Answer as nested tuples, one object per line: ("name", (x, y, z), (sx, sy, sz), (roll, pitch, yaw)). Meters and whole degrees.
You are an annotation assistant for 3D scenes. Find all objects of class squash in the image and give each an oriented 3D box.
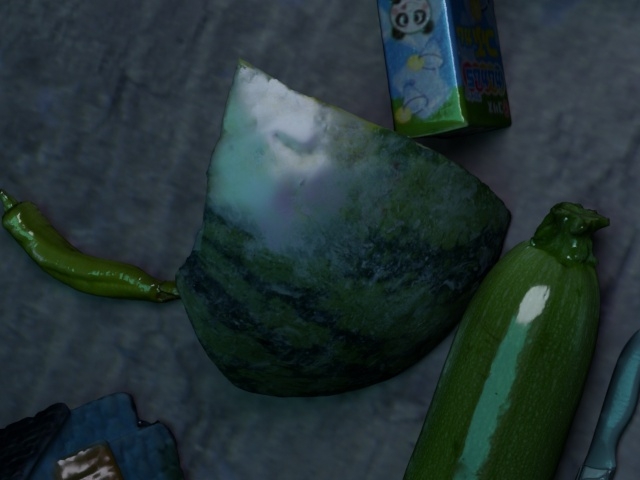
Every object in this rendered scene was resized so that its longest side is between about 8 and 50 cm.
("squash", (0.120, 0.159, 1.136), (0.107, 0.107, 0.395), (25, 104, 25))

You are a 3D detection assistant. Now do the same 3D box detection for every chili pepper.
("chili pepper", (-0.203, 0.020, 1.344), (0.208, 0.043, 0.049), (27, 80, 20))

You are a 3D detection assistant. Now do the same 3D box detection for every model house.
("model house", (-0.258, 0.268, 1.275), (0.261, 0.241, 0.225), (-27, 78, 27))

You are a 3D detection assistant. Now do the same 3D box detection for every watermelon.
("watermelon", (0.000, 0.000, 1.153), (0.256, 0.260, 0.176), (-34, 64, 9))

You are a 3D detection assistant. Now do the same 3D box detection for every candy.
("candy", (0.085, -0.173, 1.140), (0.062, 0.097, 0.194), (-9, 90, 26))

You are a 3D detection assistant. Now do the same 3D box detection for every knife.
("knife", (0.206, 0.163, 1.140), (0.028, 0.015, 0.210), (21, 103, 20))
